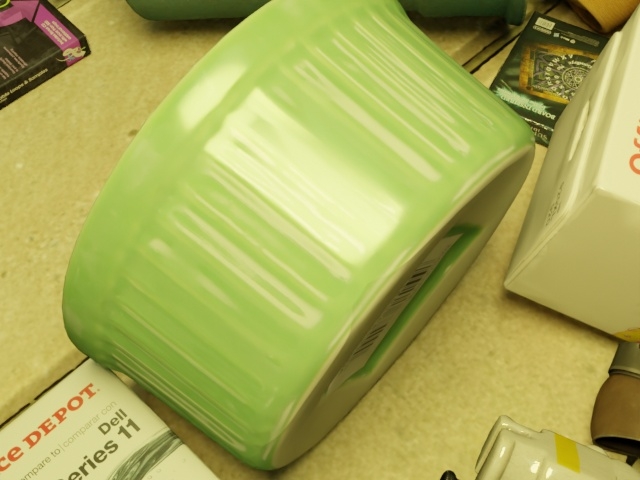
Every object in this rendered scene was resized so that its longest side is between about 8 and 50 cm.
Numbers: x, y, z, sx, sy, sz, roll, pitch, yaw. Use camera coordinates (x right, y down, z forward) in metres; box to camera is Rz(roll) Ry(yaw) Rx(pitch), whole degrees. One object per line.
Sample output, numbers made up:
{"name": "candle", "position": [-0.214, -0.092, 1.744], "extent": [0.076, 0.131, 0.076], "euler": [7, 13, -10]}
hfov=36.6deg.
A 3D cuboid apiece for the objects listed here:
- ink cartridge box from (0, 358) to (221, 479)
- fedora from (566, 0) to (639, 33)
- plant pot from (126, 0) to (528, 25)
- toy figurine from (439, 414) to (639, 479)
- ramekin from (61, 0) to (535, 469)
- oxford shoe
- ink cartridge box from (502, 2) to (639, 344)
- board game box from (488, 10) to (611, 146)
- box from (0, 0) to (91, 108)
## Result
{"name": "ink cartridge box", "position": [-0.129, 0.199, 0.612], "extent": [0.208, 0.087, 0.153], "euler": [39, 65, 23]}
{"name": "fedora", "position": [0.247, -0.245, 0.868], "extent": [0.079, 0.194, 0.194], "euler": [-45, 60, 20]}
{"name": "plant pot", "position": [-0.011, -0.336, 0.824], "extent": [0.334, 0.341, 0.341], "euler": [-5, 58, 7]}
{"name": "toy figurine", "position": [0.120, 0.220, 0.525], "extent": [0.148, 0.213, 0.210], "euler": [24, 58, 5]}
{"name": "ramekin", "position": [0.000, 0.000, 0.618], "extent": [0.148, 0.303, 0.303], "euler": [39, 66, 14]}
{"name": "oxford shoe", "position": [0.287, 0.155, 0.635], "extent": [0.227, 0.083, 0.096], "euler": [21, 72, 33]}
{"name": "ink cartridge box", "position": [0.277, -0.022, 0.670], "extent": [0.232, 0.168, 0.171], "euler": [23, 62, 1]}
{"name": "board game box", "position": [0.246, -0.121, 0.841], "extent": [0.186, 0.026, 0.126], "euler": [25, 62, 16]}
{"name": "box", "position": [-0.309, -0.169, 0.881], "extent": [0.162, 0.029, 0.116], "euler": [-39, 65, -19]}
